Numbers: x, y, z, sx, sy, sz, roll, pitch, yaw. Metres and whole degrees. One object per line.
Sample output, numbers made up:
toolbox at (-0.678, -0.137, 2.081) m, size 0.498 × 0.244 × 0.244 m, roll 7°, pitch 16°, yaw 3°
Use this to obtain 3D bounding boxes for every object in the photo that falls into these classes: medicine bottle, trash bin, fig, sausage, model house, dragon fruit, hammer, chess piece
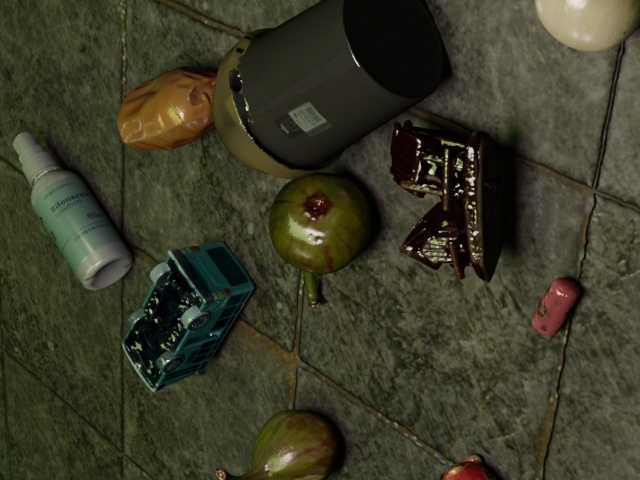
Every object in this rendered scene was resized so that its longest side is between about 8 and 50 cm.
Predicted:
medicine bottle at (-0.492, -0.069, 2.360) m, size 0.352 × 0.110 × 0.110 m, roll 53°, pitch 138°, yaw 21°
trash bin at (-0.010, -0.210, 1.656) m, size 0.333 × 0.214 × 0.214 m, roll -28°, pitch 83°, yaw 46°
fig at (-0.077, 0.353, 1.934) m, size 0.149 × 0.245 × 0.149 m, roll 13°, pitch 110°, yaw 40°
sausage at (-0.242, -0.212, 1.994) m, size 0.241 × 0.136 × 0.120 m, roll -9°, pitch 104°, yaw 55°
fig at (0.000, 0.000, 1.828) m, size 0.151 × 0.151 × 0.259 m, roll 54°, pitch 166°, yaw 20°
model house at (0.153, -0.052, 1.573) m, size 0.164 × 0.141 × 0.203 m, roll 7°, pitch 107°, yaw 27°
dragon fruit at (0.206, 0.354, 1.709) m, size 0.086 × 0.116 × 0.081 m, roll 40°, pitch 109°, yaw -3°
hammer at (0.295, 0.082, 1.543) m, size 0.043 × 0.043 × 0.083 m, roll 46°, pitch 137°, yaw 28°
chess piece at (0.310, -0.334, 1.273) m, size 0.167 × 0.167 × 0.300 m, roll 46°, pitch 139°, yaw 28°

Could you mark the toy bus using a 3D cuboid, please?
toy bus at (-0.228, 0.130, 2.100) m, size 0.128 × 0.147 × 0.256 m, roll 52°, pitch 133°, yaw 23°
